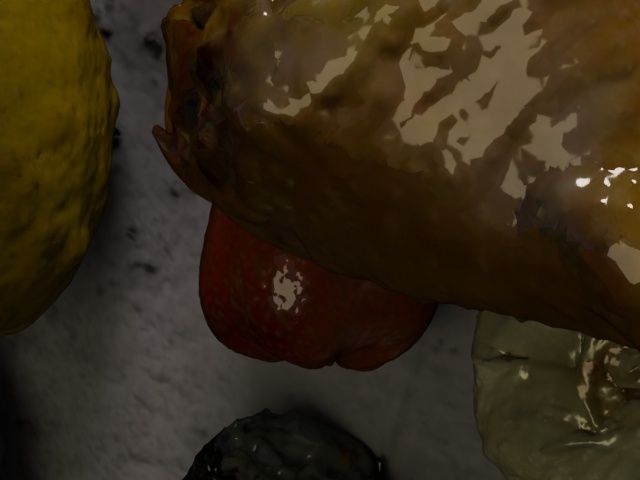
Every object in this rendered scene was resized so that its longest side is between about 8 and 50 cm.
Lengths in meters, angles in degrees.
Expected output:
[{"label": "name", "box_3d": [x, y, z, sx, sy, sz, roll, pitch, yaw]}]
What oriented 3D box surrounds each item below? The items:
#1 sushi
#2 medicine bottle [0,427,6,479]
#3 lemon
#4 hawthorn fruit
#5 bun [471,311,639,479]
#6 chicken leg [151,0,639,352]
[{"label": "sushi", "box_3d": [0.002, 0.203, 0.749, 0.212, 0.147, 0.115, 50, 131, 29]}, {"label": "medicine bottle", "box_3d": [-0.297, 0.137, 0.897, 0.147, 0.147, 0.247, -16, 97, 34]}, {"label": "lemon", "box_3d": [-0.253, -0.084, 0.735, 0.285, 0.285, 0.316, -37, 64, 34]}, {"label": "hawthorn fruit", "box_3d": [0.000, 0.000, 0.689, 0.132, 0.133, 0.138, 4, 91, 30]}, {"label": "bun", "box_3d": [0.149, 0.059, 0.621, 0.188, 0.111, 0.164, -39, 78, 37]}, {"label": "chicken leg", "box_3d": [0.118, -0.058, 0.489, 0.409, 0.182, 0.295, 40, 110, 27]}]
